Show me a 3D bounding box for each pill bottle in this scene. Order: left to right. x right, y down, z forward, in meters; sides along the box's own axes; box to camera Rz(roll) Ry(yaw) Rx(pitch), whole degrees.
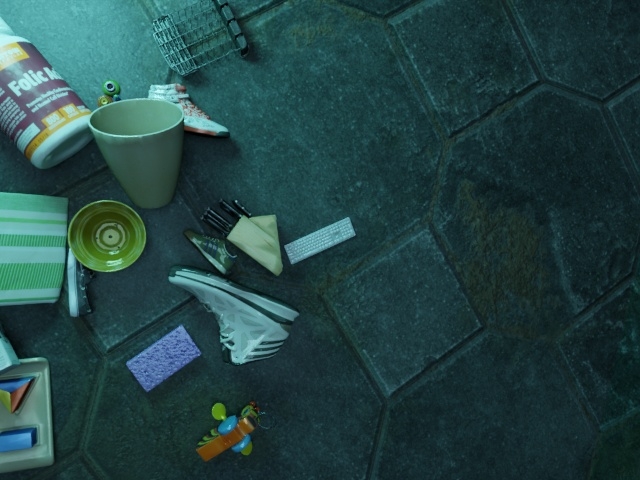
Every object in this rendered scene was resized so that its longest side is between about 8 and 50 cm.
[{"bbox_3d":[-0.839,-0.418,1.364,0.224,0.224,0.392,-42,102,-10],"label":"pill bottle"}]

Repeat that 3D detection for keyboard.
[{"bbox_3d":[0.000,0.000,1.716,0.256,0.014,0.072,-24,98,-13],"label":"keyboard"}]

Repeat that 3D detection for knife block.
[{"bbox_3d":[-0.262,-0.007,1.608,0.242,0.088,0.275,-8,95,-14],"label":"knife block"}]

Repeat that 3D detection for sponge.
[{"bbox_3d":[-0.508,0.382,1.586,0.210,0.031,0.117,-35,100,-12],"label":"sponge"}]

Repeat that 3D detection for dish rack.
[{"bbox_3d":[-0.384,-0.653,1.560,0.271,0.074,0.208,-29,98,-11],"label":"dish rack"}]

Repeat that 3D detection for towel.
[{"bbox_3d":[-0.871,0.026,1.415,0.248,0.038,0.324,3,90,-49],"label":"towel"}]

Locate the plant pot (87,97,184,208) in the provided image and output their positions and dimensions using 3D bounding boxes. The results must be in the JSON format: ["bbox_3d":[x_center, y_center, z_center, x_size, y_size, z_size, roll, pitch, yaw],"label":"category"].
[{"bbox_3d":[-0.517,-0.242,1.442,0.257,0.256,0.274,-9,130,-15],"label":"plant pot"}]

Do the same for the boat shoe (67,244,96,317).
[{"bbox_3d":[-0.730,0.122,1.494,0.076,0.080,0.228,-1,93,-23],"label":"boat shoe"}]

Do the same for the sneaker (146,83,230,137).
[{"bbox_3d":[-0.416,-0.415,1.548,0.270,0.090,0.145,8,93,-13],"label":"sneaker"}]

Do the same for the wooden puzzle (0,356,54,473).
[{"bbox_3d":[-0.978,0.536,1.440,0.322,0.080,0.347,-3,93,-15],"label":"wooden puzzle"}]

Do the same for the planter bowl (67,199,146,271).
[{"bbox_3d":[-0.650,-0.012,1.499,0.217,0.090,0.217,0,88,-18],"label":"planter bowl"}]

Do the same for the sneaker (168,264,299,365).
[{"bbox_3d":[-0.307,0.258,1.563,0.448,0.169,0.257,25,84,-17],"label":"sneaker"}]

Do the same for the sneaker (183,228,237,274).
[{"bbox_3d":[-0.355,0.019,1.600,0.086,0.064,0.192,-45,103,-17],"label":"sneaker"}]

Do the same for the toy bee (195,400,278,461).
[{"bbox_3d":[-0.260,0.620,1.618,0.298,0.162,0.195,-10,104,10],"label":"toy bee"}]

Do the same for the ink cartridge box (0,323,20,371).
[{"bbox_3d":[-0.989,0.305,1.395,0.148,0.086,0.203,-28,85,-19],"label":"ink cartridge box"}]

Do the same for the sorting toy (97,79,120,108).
[{"bbox_3d":[-0.653,-0.451,1.507,0.061,0.042,0.102,16,88,-15],"label":"sorting toy"}]
